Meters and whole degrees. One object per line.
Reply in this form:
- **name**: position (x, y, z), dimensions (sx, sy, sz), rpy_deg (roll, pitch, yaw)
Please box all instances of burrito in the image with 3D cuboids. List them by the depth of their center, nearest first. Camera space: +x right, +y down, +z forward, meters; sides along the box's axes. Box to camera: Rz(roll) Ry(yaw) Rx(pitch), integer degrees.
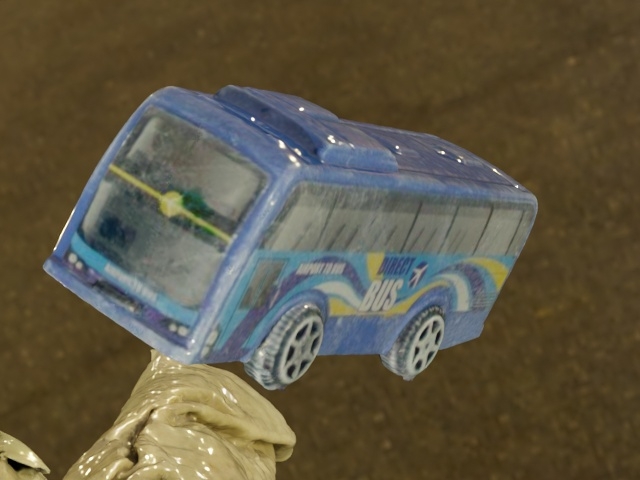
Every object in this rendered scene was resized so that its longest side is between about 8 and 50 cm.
- **burrito**: position (-0.064, 0.131, 0.871), dimensions (0.076, 0.117, 0.392), rpy_deg (-55, 4, 10)

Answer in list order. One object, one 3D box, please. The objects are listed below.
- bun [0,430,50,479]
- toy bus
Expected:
- **bun**: position (-0.282, 0.182, 1.200), dimensions (0.239, 0.239, 0.141), rpy_deg (-10, 69, 23)
- **toy bus**: position (-0.002, -0.003, 0.694), dimensions (0.079, 0.094, 0.236), rpy_deg (25, 9, 26)
